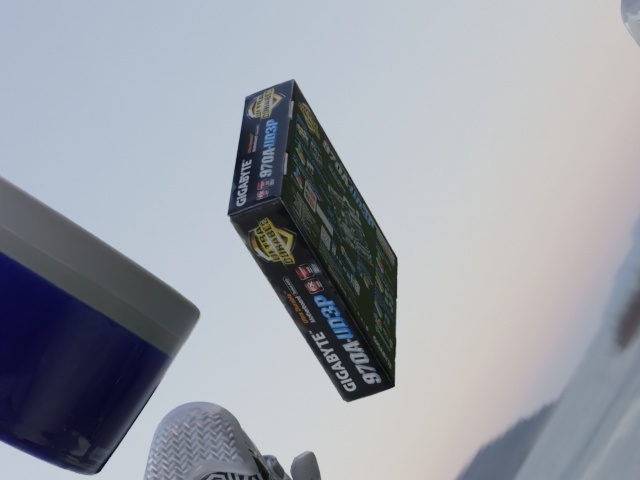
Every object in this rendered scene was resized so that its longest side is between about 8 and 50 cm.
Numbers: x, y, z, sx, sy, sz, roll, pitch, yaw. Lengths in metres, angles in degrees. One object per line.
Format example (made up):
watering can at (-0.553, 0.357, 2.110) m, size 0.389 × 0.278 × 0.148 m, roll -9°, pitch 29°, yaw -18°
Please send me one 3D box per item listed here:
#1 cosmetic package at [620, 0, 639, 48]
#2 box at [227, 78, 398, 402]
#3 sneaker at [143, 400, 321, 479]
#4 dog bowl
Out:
cosmetic package at (0.307, -0.108, 0.817) m, size 0.365 × 0.155 × 0.197 m, roll 44°, pitch -134°, yaw -45°
box at (0.000, 0.000, 1.242) m, size 0.220 × 0.051 × 0.175 m, roll 59°, pitch -159°, yaw -33°
sneaker at (-0.085, 0.271, 1.551) m, size 0.210 × 0.137 × 0.366 m, roll -87°, pitch -17°, yaw -55°
dog bowl at (-0.200, 0.013, 0.770) m, size 0.104 × 0.265 × 0.265 m, roll -59°, pitch -11°, yaw -7°
